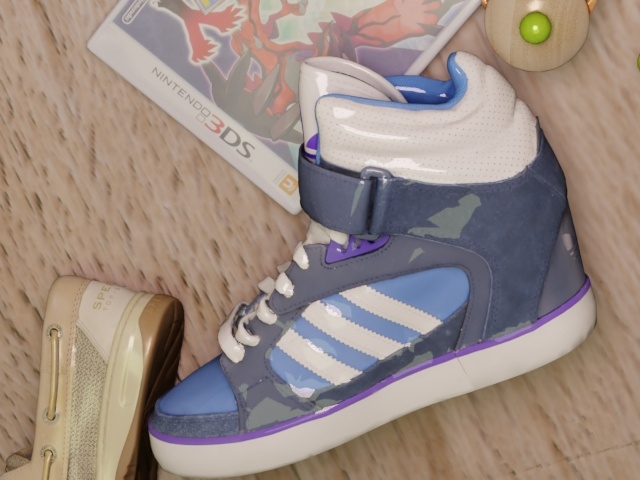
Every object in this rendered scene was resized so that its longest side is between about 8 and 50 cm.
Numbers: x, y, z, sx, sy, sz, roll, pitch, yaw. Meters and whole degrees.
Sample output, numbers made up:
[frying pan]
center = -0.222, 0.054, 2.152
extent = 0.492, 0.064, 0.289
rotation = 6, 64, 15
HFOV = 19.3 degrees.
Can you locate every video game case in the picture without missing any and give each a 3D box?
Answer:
[video game case]
center = -0.024, -0.145, 1.230
extent = 0.183, 0.023, 0.201
rotation = 39, 110, -6

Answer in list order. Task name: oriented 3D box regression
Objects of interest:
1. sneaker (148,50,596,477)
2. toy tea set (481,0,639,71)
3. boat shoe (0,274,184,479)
[sneaker]
center = 0.000, 0.000, 1.217
extent = 0.323, 0.130, 0.236
rotation = -20, 107, 13
[toy tea set]
center = 0.253, -0.193, 1.117
extent = 0.336, 0.124, 0.200
rotation = -38, 100, 18
[boat shoe]
center = -0.173, 0.172, 1.323
extent = 0.098, 0.109, 0.302
rotation = 15, 105, 9
